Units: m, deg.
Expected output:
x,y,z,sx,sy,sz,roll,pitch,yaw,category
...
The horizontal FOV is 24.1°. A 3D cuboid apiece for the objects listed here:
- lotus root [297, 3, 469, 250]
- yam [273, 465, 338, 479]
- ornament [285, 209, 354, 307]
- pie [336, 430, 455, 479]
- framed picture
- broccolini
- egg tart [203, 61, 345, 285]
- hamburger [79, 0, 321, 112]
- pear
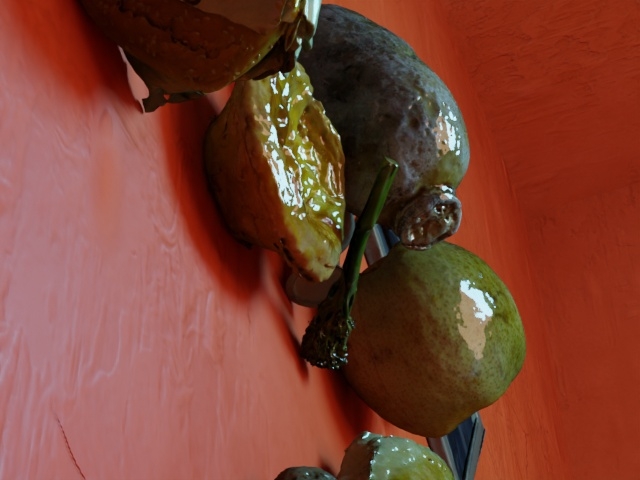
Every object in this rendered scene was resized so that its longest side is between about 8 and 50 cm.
x,y,z,sx,sy,sz,roll,pitch,yaw,category
0.038,-0.148,1.612,0.349,0.175,0.175,51,1,30,lotus root
-0.023,0.246,1.206,0.179,0.078,0.078,-60,132,-71,yam
0.000,0.000,1.600,0.156,0.075,0.081,-85,155,-54,ornament
0.124,0.403,1.433,0.418,0.180,0.395,60,12,-10,pie
0.151,0.136,2.157,0.326,0.028,0.446,-58,130,-72,framed picture
0.030,0.024,1.496,0.054,0.051,0.239,-78,-176,-66,broccolini
-0.046,-0.069,1.432,0.241,0.106,0.241,-14,90,-75,egg tart
-0.107,-0.201,1.206,0.214,0.235,0.125,45,25,8,hamburger
0.120,0.096,1.687,0.211,0.188,0.228,59,41,-15,pear
